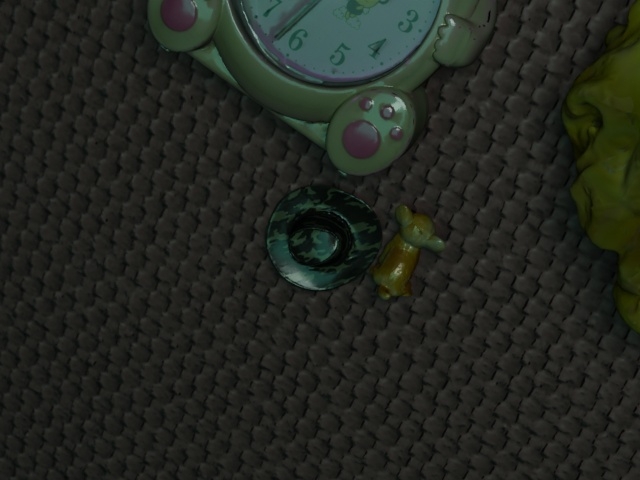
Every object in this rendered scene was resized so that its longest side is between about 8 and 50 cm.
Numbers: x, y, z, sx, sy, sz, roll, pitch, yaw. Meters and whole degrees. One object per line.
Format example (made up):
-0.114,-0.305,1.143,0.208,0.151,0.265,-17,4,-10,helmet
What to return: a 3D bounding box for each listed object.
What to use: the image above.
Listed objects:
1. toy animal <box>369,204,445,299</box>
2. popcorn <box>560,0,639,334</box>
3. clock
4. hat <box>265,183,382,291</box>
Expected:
0.082,0.010,1.155,0.060,0.081,0.083,34,131,6,toy animal
0.348,-0.066,0.971,0.297,0.281,0.316,-18,88,35,popcorn
0.025,-0.246,1.075,0.284,0.114,0.309,35,110,4,clock
0.000,0.000,1.183,0.121,0.050,0.121,3,104,11,hat
